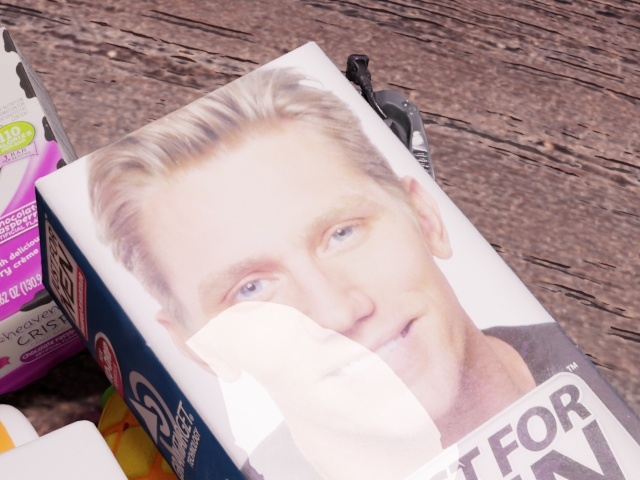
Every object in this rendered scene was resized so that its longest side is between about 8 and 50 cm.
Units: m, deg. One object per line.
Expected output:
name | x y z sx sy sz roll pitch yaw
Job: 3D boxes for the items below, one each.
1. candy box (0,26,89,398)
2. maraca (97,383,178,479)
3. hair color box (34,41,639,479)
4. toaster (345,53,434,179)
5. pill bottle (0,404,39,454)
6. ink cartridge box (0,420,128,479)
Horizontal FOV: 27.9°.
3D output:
candy box | -0.226 -0.013 0.823 0.159 0.071 0.233 -29 52 -4
maraca | -0.081 0.107 0.745 0.099 0.127 0.186 33 19 -39
hair color box | 0.024 0.083 0.626 0.174 0.105 0.347 -31 68 -23
toaster | 0.000 0.000 0.838 0.129 0.146 0.227 6 46 -6
pill bottle | -0.239 0.171 0.639 0.221 0.121 0.121 -18 52 -26
ink cartridge box | -0.126 0.279 0.433 0.279 0.160 0.385 -21 43 -20
